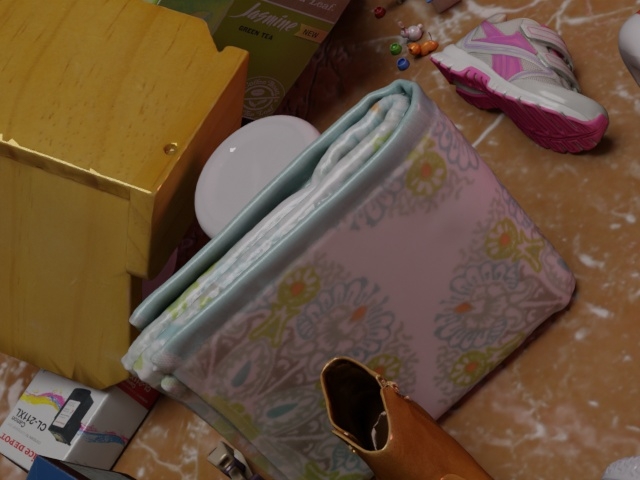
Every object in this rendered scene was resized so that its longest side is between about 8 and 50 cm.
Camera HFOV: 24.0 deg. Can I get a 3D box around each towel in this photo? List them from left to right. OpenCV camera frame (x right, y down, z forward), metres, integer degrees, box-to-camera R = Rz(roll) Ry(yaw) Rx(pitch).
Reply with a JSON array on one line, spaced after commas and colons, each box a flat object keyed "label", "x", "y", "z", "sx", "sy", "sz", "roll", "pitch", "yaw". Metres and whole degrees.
[{"label": "towel", "x": 0.033, "y": 0.067, "z": 1.458, "sx": 0.374, "sy": 0.320, "sz": 0.090, "roll": -42, "pitch": 40, "yaw": 3}]

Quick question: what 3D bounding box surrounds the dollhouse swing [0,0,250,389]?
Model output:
[{"label": "dollhouse swing", "x": -0.282, "y": -0.067, "z": 1.690, "sx": 0.347, "sy": 0.305, "sz": 0.315, "roll": 18, "pitch": 54, "yaw": 16}]

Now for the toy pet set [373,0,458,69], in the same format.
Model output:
[{"label": "toy pet set", "x": 0.113, "y": -0.292, "z": 1.842, "sx": 0.114, "sy": 0.065, "sz": 0.122, "roll": -32, "pitch": 46, "yaw": 12}]

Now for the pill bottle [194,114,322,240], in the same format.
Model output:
[{"label": "pill bottle", "x": 0.000, "y": 0.000, "z": 1.568, "sx": 0.153, "sy": 0.265, "sz": 0.153, "roll": -19, "pitch": 51, "yaw": 25}]

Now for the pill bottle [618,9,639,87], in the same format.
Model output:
[{"label": "pill bottle", "x": 0.465, "y": -0.229, "z": 1.470, "sx": 0.323, "sy": 0.181, "sz": 0.181, "roll": -37, "pitch": 45, "yaw": 6}]

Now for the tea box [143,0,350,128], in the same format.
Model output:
[{"label": "tea box", "x": -0.157, "y": -0.314, "z": 1.854, "sx": 0.323, "sy": 0.220, "sz": 0.329, "roll": -53, "pitch": 37, "yaw": 36}]

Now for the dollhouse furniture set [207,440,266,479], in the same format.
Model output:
[{"label": "dollhouse furniture set", "x": -0.120, "y": 0.266, "z": 1.597, "sx": 0.114, "sy": 0.091, "sz": 0.081, "roll": -46, "pitch": 30, "yaw": 2}]

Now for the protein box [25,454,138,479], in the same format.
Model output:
[{"label": "protein box", "x": -0.219, "y": 0.351, "z": 1.521, "sx": 0.201, "sy": 0.136, "sz": 0.199, "roll": 21, "pitch": 88, "yaw": 42}]

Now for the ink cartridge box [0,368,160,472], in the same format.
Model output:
[{"label": "ink cartridge box", "x": -0.282, "y": 0.202, "z": 1.751, "sx": 0.127, "sy": 0.072, "sz": 0.175, "roll": 20, "pitch": 71, "yaw": 41}]

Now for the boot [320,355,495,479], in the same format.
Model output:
[{"label": "boot", "x": 0.108, "y": 0.237, "z": 1.357, "sx": 0.104, "sy": 0.211, "sz": 0.295, "roll": -43, "pitch": 45, "yaw": 2}]

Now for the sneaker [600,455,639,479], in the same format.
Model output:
[{"label": "sneaker", "x": 0.368, "y": 0.297, "z": 1.193, "sx": 0.366, "sy": 0.137, "sz": 0.210, "roll": 2, "pitch": 62, "yaw": 41}]

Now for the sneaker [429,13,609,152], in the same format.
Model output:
[{"label": "sneaker", "x": 0.232, "y": -0.186, "z": 1.656, "sx": 0.111, "sy": 0.103, "sz": 0.252, "roll": -49, "pitch": 46, "yaw": -3}]

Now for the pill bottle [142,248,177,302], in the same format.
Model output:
[{"label": "pill bottle", "x": -0.318, "y": -0.035, "z": 1.881, "sx": 0.169, "sy": 0.169, "sz": 0.301, "roll": -48, "pitch": 45, "yaw": -4}]
